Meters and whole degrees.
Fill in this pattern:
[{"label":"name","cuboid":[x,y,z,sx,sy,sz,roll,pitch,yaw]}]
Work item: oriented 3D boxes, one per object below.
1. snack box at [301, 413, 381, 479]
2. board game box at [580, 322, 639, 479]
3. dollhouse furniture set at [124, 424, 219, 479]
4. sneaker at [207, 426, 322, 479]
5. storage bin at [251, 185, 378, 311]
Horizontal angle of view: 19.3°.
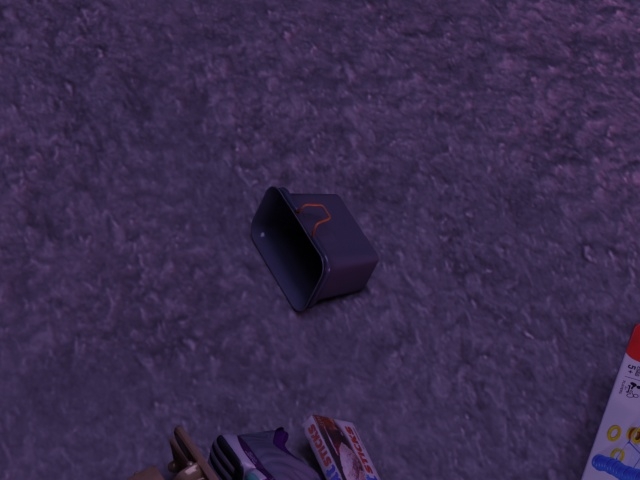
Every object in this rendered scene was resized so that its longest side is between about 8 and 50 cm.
[{"label":"snack box","cuboid":[0.039,0.253,1.882,0.064,0.022,0.178,18,35,-45]},{"label":"board game box","cuboid":[0.424,0.257,1.915,0.302,0.086,0.308,15,48,13]},{"label":"dollhouse furniture set","cuboid":[-0.174,0.252,1.776,0.151,0.144,0.123,-27,53,-17]},{"label":"sneaker","cuboid":[-0.017,0.266,1.835,0.098,0.083,0.224,-13,52,-34]},{"label":"storage bin","cuboid":[0.000,0.000,2.085,0.091,0.098,0.135,-7,49,-35]}]
